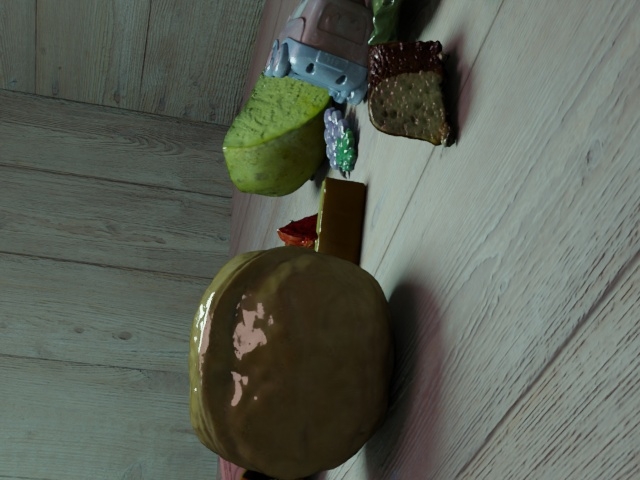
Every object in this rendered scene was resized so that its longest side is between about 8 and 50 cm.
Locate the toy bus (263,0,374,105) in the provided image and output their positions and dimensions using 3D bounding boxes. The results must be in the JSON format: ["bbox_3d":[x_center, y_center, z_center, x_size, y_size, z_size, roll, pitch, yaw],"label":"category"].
[{"bbox_3d":[0.015,-0.425,1.934,0.294,0.197,0.231,-131,60,-76],"label":"toy bus"}]

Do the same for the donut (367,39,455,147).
[{"bbox_3d":[0.130,-0.215,1.370,0.144,0.126,0.186,114,162,-76],"label":"donut"}]

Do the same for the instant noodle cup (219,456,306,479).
[{"bbox_3d":[-0.115,0.453,1.917,0.244,0.244,0.255,-104,16,-62],"label":"instant noodle cup"}]

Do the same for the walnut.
[{"bbox_3d":[-0.048,0.190,1.455,0.381,0.381,0.381,-172,90,-79],"label":"walnut"}]

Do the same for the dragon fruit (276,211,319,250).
[{"bbox_3d":[0.000,0.000,1.876,0.106,0.162,0.083,30,126,42],"label":"dragon fruit"}]

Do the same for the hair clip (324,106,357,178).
[{"bbox_3d":[0.048,-0.210,1.977,0.195,0.052,0.124,-114,23,-54],"label":"hair clip"}]

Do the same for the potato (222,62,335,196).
[{"bbox_3d":[-0.058,-0.234,2.195,0.280,0.213,0.330,73,-144,-52],"label":"potato"}]

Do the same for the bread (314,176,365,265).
[{"bbox_3d":[0.034,-0.004,1.771,0.049,0.088,0.226,151,128,-74],"label":"bread"}]

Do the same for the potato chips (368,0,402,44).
[{"bbox_3d":[0.132,-0.496,1.605,0.373,0.097,0.389,108,167,-44],"label":"potato chips"}]

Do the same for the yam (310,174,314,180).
[{"bbox_3d":[-0.034,-0.189,2.389,0.129,0.027,0.033,-111,29,-66],"label":"yam"}]
